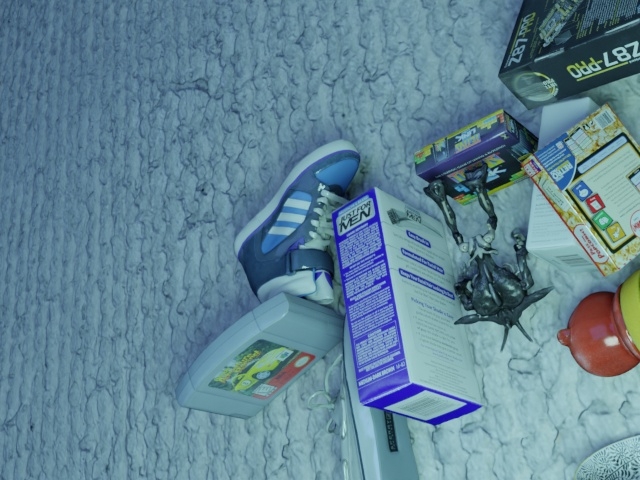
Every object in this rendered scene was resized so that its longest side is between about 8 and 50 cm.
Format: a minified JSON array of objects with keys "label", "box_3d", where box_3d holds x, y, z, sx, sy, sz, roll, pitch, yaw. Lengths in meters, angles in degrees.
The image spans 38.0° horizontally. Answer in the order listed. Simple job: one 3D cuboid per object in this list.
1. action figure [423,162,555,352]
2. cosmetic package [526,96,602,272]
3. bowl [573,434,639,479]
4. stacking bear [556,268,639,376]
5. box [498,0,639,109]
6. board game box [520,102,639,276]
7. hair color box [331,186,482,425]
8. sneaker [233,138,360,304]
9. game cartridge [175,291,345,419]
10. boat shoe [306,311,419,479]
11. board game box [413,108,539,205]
[{"label":"action figure","box_3d":[0.261,0.026,1.419,0.164,0.141,0.276,-22,83,26]},{"label":"cosmetic package","box_3d":[0.376,-0.080,1.367,0.085,0.117,0.231,-7,65,43]},{"label":"bowl","box_3d":[0.411,0.309,1.155,0.170,0.170,0.080,-18,96,38]},{"label":"stacking bear","box_3d":[0.448,0.092,1.201,0.289,0.175,0.164,-32,45,42]},{"label":"box","box_3d":[0.449,-0.401,1.355,0.318,0.097,0.395,-13,46,47]},{"label":"board game box","box_3d":[0.392,-0.071,1.276,0.146,0.045,0.193,-33,84,-17]},{"label":"hair color box","box_3d":[0.132,0.104,1.466,0.110,0.185,0.339,-29,53,33]},{"label":"sneaker","box_3d":[-0.001,0.000,1.699,0.323,0.130,0.236,-45,56,13]},{"label":"game cartridge","box_3d":[-0.112,0.211,1.642,0.294,0.196,0.060,-43,47,22]},{"label":"boat shoe","box_3d":[0.059,0.282,1.508,0.156,0.136,0.367,-24,66,38]},{"label":"board game box","box_3d":[0.258,-0.128,1.483,0.170,0.141,0.048,-25,55,35]}]
